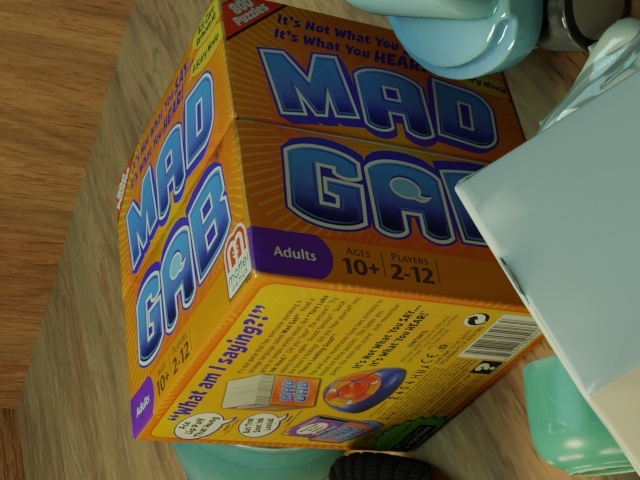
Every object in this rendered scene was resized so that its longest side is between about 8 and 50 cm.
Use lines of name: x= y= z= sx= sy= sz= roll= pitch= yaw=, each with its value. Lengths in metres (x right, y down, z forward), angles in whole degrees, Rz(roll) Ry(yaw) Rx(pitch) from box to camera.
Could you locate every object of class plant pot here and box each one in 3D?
plant pot: x=-0.084 y=0.249 z=1.503 sx=0.271 sy=0.272 sz=0.255 roll=-110 pitch=23 yaw=-44

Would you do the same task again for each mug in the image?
mug: x=0.255 y=0.155 z=0.982 sx=0.130 sy=0.158 sz=0.097 roll=-18 pitch=67 yaw=36

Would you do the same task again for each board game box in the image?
board game box: x=0.000 y=0.000 z=1.259 sx=0.356 sy=0.356 sz=0.356 roll=-52 pitch=39 yaw=47

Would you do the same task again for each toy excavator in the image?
toy excavator: x=0.060 y=-0.347 z=1.004 sx=0.222 sy=0.445 sz=0.432 roll=17 pitch=118 yaw=49

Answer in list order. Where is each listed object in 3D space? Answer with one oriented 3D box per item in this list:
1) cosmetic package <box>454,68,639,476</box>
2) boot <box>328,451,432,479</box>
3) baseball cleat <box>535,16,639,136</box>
cosmetic package: x=0.295 y=-0.036 z=0.679 sx=0.366 sy=0.155 sz=0.197 roll=-33 pitch=46 yaw=11
boot: x=0.052 y=0.380 z=1.221 sx=0.338 sy=0.118 sz=0.222 roll=-46 pitch=-40 yaw=-74
baseball cleat: x=0.268 y=-0.108 z=1.069 sx=0.109 sy=0.072 sz=0.205 roll=58 pitch=138 yaw=44
